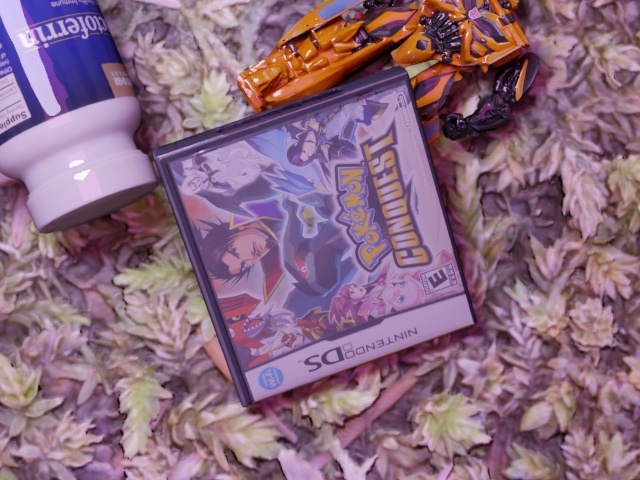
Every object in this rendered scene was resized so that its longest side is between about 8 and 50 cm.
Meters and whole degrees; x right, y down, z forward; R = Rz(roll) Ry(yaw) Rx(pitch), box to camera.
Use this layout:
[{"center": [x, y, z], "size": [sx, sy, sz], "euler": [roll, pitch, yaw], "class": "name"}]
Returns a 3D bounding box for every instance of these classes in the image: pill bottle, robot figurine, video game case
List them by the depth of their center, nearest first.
[{"center": [-0.262, -0.150, 1.406], "size": [0.153, 0.153, 0.264], "euler": [-23, 88, -4], "class": "pill bottle"}, {"center": [0.000, 0.000, 1.410], "size": [0.248, 0.035, 0.274], "euler": [-19, 113, -4], "class": "video game case"}, {"center": [0.077, -0.173, 1.459], "size": [0.291, 0.085, 0.211], "euler": [-32, 89, -5], "class": "robot figurine"}]
